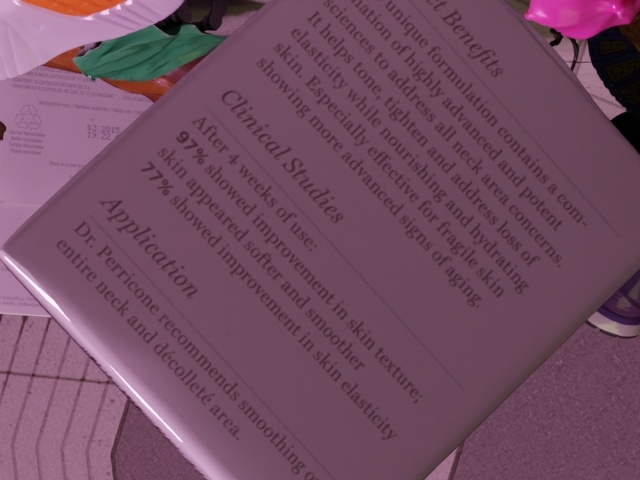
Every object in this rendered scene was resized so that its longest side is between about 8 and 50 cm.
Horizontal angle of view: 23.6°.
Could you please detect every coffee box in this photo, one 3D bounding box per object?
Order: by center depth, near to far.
[{"bbox_3d":[-0.328,-0.062,2.105,0.338,0.338,0.334,6,178,-18],"label":"coffee box"}]

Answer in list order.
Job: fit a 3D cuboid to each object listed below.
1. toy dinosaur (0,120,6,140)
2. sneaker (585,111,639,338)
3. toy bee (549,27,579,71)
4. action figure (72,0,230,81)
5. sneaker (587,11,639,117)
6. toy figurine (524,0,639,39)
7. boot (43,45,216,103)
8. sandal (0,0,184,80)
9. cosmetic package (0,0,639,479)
[{"bbox_3d":[-0.472,-0.205,1.733,0.200,0.127,0.296,11,173,13],"label":"toy dinosaur"},{"bbox_3d":[0.300,-0.044,1.362,0.107,0.283,0.124,23,131,-5],"label":"sneaker"},{"bbox_3d":[0.095,-0.149,1.540,0.162,0.195,0.298,32,-154,34],"label":"toy bee"},{"bbox_3d":[-0.188,-0.205,1.586,0.137,0.063,0.232,9,165,-38],"label":"action figure"},{"bbox_3d":[0.350,-0.162,1.374,0.296,0.131,0.112,33,143,-28],"label":"sneaker"},{"bbox_3d":[0.126,-0.183,0.784,0.130,0.159,0.173,6,177,-30],"label":"toy figurine"},{"bbox_3d":[-0.201,-0.217,1.731,0.280,0.096,0.264,18,174,-21],"label":"boot"},{"bbox_3d":[-0.229,-0.220,1.332,0.265,0.076,0.102,-16,141,32],"label":"sandal"},{"bbox_3d":[0.000,0.000,1.218,0.329,0.394,0.327,48,171,-5],"label":"cosmetic package"}]
